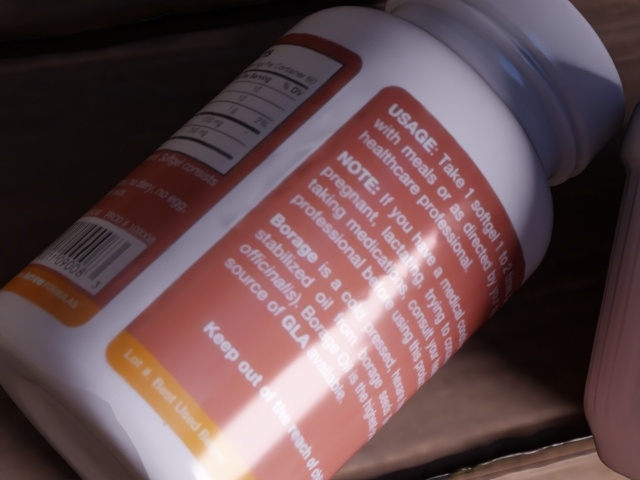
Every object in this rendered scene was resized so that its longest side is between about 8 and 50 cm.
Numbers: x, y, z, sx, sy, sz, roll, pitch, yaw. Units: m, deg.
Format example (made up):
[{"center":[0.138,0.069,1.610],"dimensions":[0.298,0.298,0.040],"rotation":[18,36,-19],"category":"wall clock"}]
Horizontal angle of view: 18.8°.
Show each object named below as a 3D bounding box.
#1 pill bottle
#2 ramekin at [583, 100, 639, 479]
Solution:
[{"center":[0.000,0.000,0.659],"dimensions":[0.216,0.121,0.121],"rotation":[-43,97,-18],"category":"pill bottle"},{"center":[0.214,0.052,0.654],"dimensions":[0.272,0.273,0.127],"rotation":[19,91,-15],"category":"ramekin"}]
